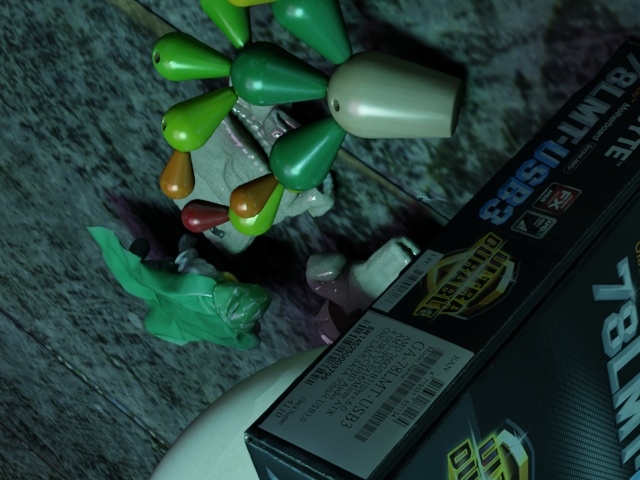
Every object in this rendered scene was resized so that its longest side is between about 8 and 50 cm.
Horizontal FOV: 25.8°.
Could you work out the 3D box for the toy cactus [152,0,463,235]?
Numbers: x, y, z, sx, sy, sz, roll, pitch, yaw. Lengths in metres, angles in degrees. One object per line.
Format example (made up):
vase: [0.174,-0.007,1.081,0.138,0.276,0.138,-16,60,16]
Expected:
toy cactus: [-0.008,-0.091,0.812,0.181,0.112,0.219,11,114,12]

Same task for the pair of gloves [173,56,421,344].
pair of gloves: [0.000,0.000,0.969,0.240,0.042,0.204,44,155,8]

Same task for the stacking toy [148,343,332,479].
stacking toy: [0.060,0.275,1.049,0.350,0.350,0.480,40,174,12]

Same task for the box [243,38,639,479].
box: [0.113,0.103,0.687,0.073,0.293,0.295,24,144,38]

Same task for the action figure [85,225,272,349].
action figure: [-0.097,0.041,1.093,0.137,0.063,0.232,49,163,-22]
